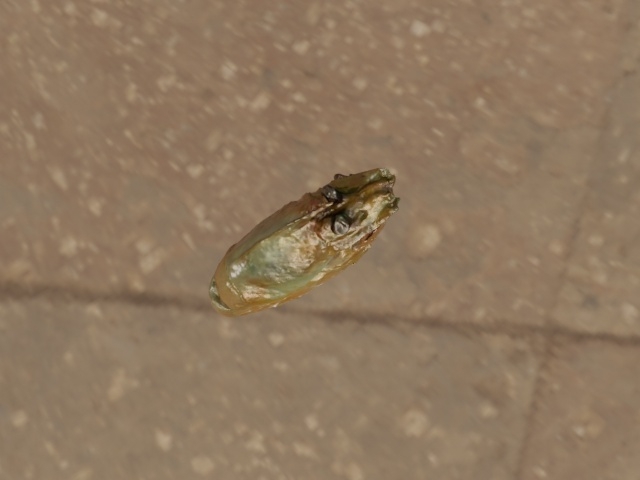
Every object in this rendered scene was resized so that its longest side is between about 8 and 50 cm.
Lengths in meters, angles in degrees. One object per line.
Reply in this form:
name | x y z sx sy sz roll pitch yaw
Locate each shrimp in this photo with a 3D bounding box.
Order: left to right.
shrimp | 0.000 -0.002 1.184 0.115 0.217 0.051 -25 80 -30
